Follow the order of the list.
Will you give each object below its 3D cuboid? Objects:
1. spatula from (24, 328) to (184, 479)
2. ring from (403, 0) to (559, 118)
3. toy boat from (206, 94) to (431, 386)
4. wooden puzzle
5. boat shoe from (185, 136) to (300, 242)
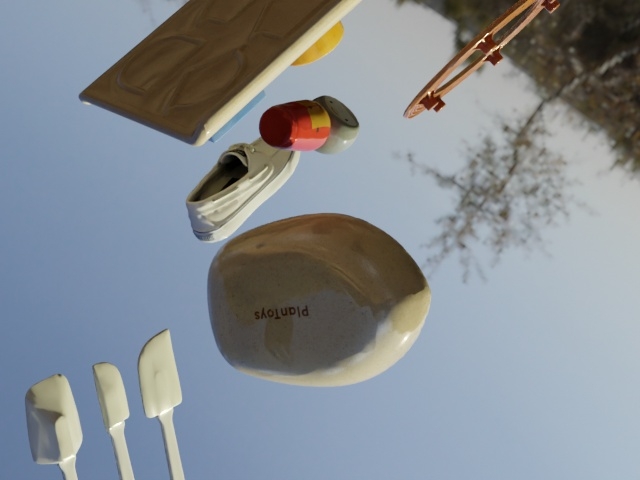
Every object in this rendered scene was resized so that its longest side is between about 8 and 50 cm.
[{"bbox_3d":[-0.201,0.225,1.147,0.019,0.242,0.168,14,-152,43],"label":"spatula"},{"bbox_3d":[0.264,-0.296,1.793,0.032,0.336,0.336,49,-163,4],"label":"ring"},{"bbox_3d":[0.000,0.000,1.258,0.267,0.318,0.148,-1,-174,29],"label":"toy boat"},{"bbox_3d":[-0.114,-0.241,1.477,0.348,0.322,0.080,21,150,52],"label":"wooden puzzle"},{"bbox_3d":[-0.116,-0.106,1.762,0.095,0.084,0.258,6,-137,30],"label":"boat shoe"}]
